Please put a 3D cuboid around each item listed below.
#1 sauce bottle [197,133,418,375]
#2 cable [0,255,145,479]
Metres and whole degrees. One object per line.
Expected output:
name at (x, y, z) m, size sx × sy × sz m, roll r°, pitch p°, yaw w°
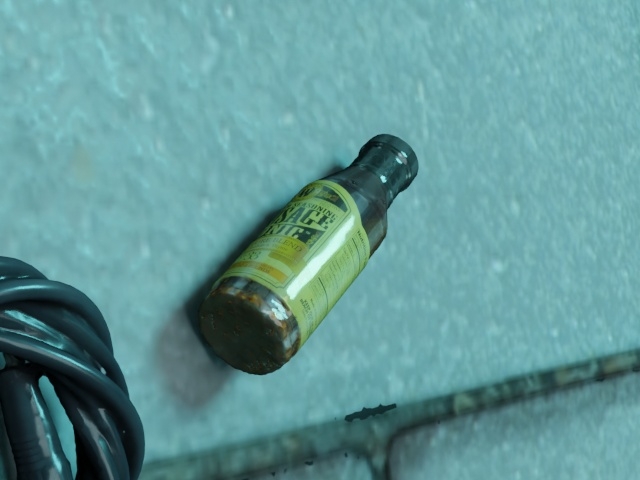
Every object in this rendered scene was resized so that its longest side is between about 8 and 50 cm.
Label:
sauce bottle at (0.000, 0.000, 0.499) m, size 0.042 × 0.042 × 0.128 m, roll 61°, pitch 41°, yaw -21°
cable at (-0.119, 0.087, 0.346) m, size 0.150 × 0.047 × 0.184 m, roll 45°, pitch 48°, yaw -41°
